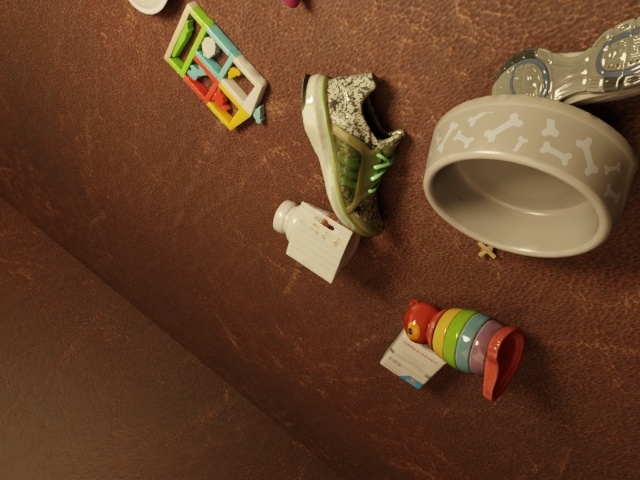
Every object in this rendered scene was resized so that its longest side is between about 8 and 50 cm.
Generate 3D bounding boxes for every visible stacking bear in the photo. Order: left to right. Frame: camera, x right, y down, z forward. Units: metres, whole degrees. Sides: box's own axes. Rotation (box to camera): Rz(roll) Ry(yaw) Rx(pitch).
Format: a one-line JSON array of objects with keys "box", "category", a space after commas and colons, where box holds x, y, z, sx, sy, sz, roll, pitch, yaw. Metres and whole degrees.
[{"box": [0.336, 0.241, 1.199, 0.289, 0.164, 0.175, 19, 120, 42], "category": "stacking bear"}]

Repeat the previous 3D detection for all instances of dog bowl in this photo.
[{"box": [0.340, -0.089, 0.827, 0.349, 0.102, 0.348, 26, 162, 9], "category": "dog bowl"}]

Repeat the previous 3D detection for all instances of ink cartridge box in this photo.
[{"box": [0.000, 0.000, 1.159, 0.146, 0.045, 0.179, 33, 131, 14], "category": "ink cartridge box"}, {"box": [0.275, 0.330, 1.388, 0.140, 0.082, 0.190, 33, 139, 10], "category": "ink cartridge box"}]

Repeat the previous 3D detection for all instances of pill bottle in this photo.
[{"box": [-0.011, -0.026, 1.263, 0.216, 0.121, 0.121, 25, 138, 21], "category": "pill bottle"}]

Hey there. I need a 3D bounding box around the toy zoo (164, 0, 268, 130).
[{"box": [-0.246, -0.401, 1.178, 0.293, 0.030, 0.192, 48, 141, -7], "category": "toy zoo"}]

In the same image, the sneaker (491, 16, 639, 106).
[{"box": [0.398, -0.240, 0.728, 0.297, 0.130, 0.110, 12, 100, 57], "category": "sneaker"}]

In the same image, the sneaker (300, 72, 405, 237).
[{"box": [0.099, -0.175, 1.033, 0.182, 0.158, 0.410, -8, 127, 23], "category": "sneaker"}]

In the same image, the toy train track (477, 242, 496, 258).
[{"box": [0.381, 0.009, 1.058, 0.048, 0.014, 0.083, 45, 136, 7], "category": "toy train track"}]

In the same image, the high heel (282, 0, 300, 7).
[{"box": [-0.058, -0.555, 0.857, 0.117, 0.082, 0.243, -4, 119, 30], "category": "high heel"}]

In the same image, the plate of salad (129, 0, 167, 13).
[{"box": [-0.401, -0.623, 1.087, 0.200, 0.048, 0.199, 19, 126, 29], "category": "plate of salad"}]
